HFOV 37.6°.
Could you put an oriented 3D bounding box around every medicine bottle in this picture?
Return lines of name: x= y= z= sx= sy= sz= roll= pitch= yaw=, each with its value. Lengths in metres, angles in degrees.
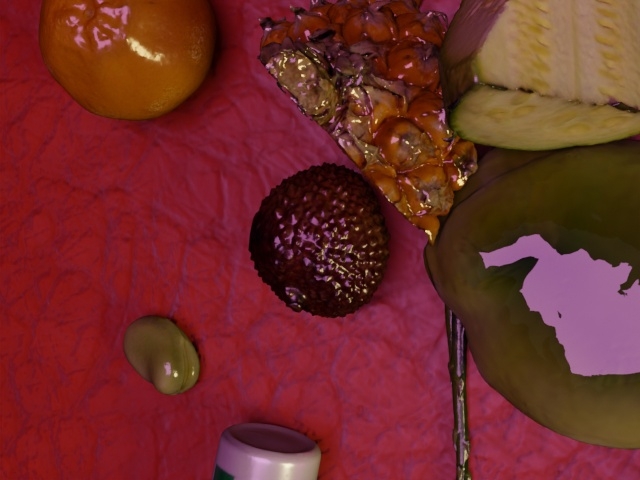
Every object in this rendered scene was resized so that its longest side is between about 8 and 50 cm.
medicine bottle: x=-0.068 y=0.297 z=0.826 sx=0.095 sy=0.095 sz=0.260 roll=14 pitch=94 yaw=15

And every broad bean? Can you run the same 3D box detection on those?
broad bean: x=-0.149 y=0.105 z=0.874 sx=0.083 sy=0.045 sz=0.063 roll=44 pitch=114 yaw=19
broad bean: x=0.219 y=0.036 z=0.726 sx=0.291 sy=0.119 sz=0.238 roll=18 pitch=86 yaw=12

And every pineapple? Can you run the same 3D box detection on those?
pineapple: x=0.031 y=-0.145 z=0.730 sx=0.140 sy=0.164 sz=0.249 roll=-42 pitch=48 yaw=8

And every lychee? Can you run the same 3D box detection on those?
lychee: x=0.001 y=-0.001 z=0.789 sx=0.123 sy=0.123 sz=0.129 roll=26 pitch=89 yaw=14

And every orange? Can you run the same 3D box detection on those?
orange: x=-0.172 y=-0.183 z=0.824 sx=0.159 sy=0.136 sz=0.158 roll=0 pitch=91 yaw=13

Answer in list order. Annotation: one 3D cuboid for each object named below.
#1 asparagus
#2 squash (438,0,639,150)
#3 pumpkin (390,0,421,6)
asparagus: x=0.119 y=0.145 z=0.807 sx=0.023 sy=0.022 sz=0.232 roll=0 pitch=89 yaw=-28
squash: x=0.155 y=-0.212 z=0.704 sx=0.111 sy=0.203 sz=0.288 roll=-27 pitch=62 yaw=59
pumpkin: x=0.070 y=-0.250 z=0.805 sx=0.073 sy=0.035 sz=0.101 roll=-37 pitch=84 yaw=16
